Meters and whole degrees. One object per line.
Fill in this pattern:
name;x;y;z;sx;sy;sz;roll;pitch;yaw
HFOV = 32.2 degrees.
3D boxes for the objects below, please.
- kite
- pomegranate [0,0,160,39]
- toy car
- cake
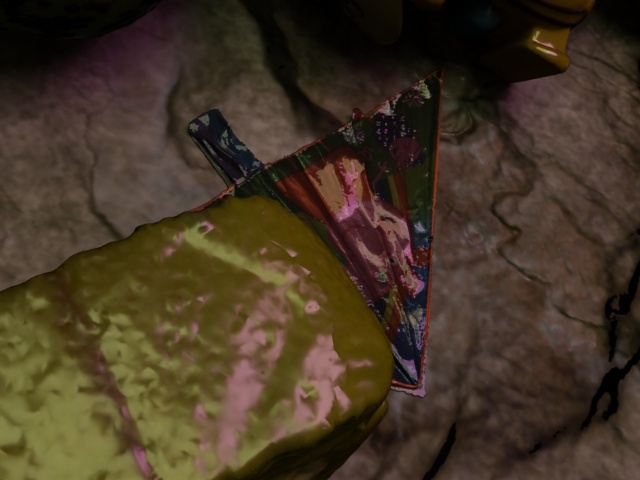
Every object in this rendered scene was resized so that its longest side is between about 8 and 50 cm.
kite;0.000;0.000;0.700;0.321;0.016;0.234;-31;74;-26
pomegranate;-0.153;-0.237;0.644;0.254;0.270;0.254;-4;101;-21
toy car;0.072;-0.194;0.736;0.247;0.200;0.142;20;89;-12
cake;-0.096;0.095;0.536;0.260;0.179;0.156;-21;70;-26
